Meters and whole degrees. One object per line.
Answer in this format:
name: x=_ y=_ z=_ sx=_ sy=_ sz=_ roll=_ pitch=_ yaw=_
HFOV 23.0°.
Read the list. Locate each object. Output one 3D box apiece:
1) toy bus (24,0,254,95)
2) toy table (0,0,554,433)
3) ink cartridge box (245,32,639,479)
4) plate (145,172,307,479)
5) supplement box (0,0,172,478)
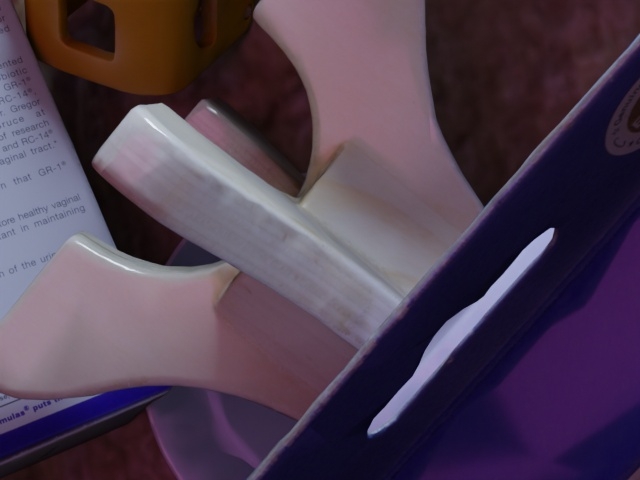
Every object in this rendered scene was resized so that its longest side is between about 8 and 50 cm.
toy bus: x=-0.085 y=-0.165 z=0.707 sx=0.191 sy=0.104 sz=0.202 roll=-26 pitch=109 yaw=42
toy table: x=0.000 y=0.000 z=0.637 sx=0.161 sy=0.252 sz=0.274 roll=40 pitch=85 yaw=-2
ink cartridge box: x=0.115 y=0.061 z=0.560 sx=0.071 sy=0.330 sz=0.324 roll=47 pitch=106 yaw=24
plate: x=0.002 y=0.061 z=0.760 sx=0.188 sy=0.024 sz=0.188 roll=1 pitch=92 yaw=19
supplement box: x=-0.170 y=-0.001 z=0.751 sx=0.114 sy=0.111 sz=0.220 roll=-22 pitch=84 yaw=-21
